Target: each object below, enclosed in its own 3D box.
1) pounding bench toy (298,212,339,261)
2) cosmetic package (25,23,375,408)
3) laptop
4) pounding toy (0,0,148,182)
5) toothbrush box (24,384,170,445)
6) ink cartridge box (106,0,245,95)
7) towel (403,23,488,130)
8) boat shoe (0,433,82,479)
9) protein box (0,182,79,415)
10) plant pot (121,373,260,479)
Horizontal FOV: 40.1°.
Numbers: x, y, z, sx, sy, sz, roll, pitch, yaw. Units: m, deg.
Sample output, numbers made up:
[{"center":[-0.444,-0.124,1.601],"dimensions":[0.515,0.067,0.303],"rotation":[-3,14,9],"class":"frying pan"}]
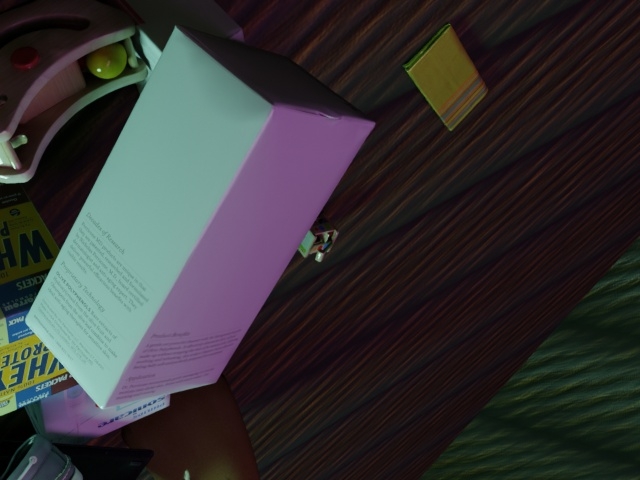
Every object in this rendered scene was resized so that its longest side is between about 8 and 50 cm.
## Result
[{"center":[0.000,0.000,1.541],"dimensions":[0.065,0.083,0.052],"rotation":[-12,142,-39],"class":"pounding bench toy"},{"center":[-0.127,-0.017,0.922],"dimensions":[0.197,0.155,0.366],"rotation":[1,125,-59],"class":"cosmetic package"},{"center":[-0.563,0.420,1.422],"dimensions":[0.408,0.236,0.382],"rotation":[-53,151,4],"class":"laptop"},{"center":[-0.310,-0.169,0.864],"dimensions":[0.269,0.154,0.155],"rotation":[-30,151,-16],"class":"pounding toy"},{"center":[-0.350,0.180,1.354],"dimensions":[0.216,0.126,0.296],"rotation":[-20,148,-28],"class":"toothbrush box"},{"center":[-0.151,-0.189,1.013],"dimensions":[0.092,0.158,0.218],"rotation":[-32,151,-17],"class":"ink cartridge box"},{"center":[0.214,-0.270,1.469],"dimensions":[0.102,0.021,0.237],"rotation":[-47,150,5],"class":"towel"},{"center":[-0.482,0.382,1.180],"dimensions":[0.319,0.116,0.099],"rotation":[-34,111,-18],"class":"boat shoe"},{"center":[-0.392,0.071,1.067],"dimensions":[0.136,0.201,0.200],"rotation":[-21,147,-29],"class":"protein box"},{"center":[-0.229,0.429,1.724],"dimensions":[0.237,0.254,0.237],"rotation":[-28,150,-17],"class":"plant pot"}]
